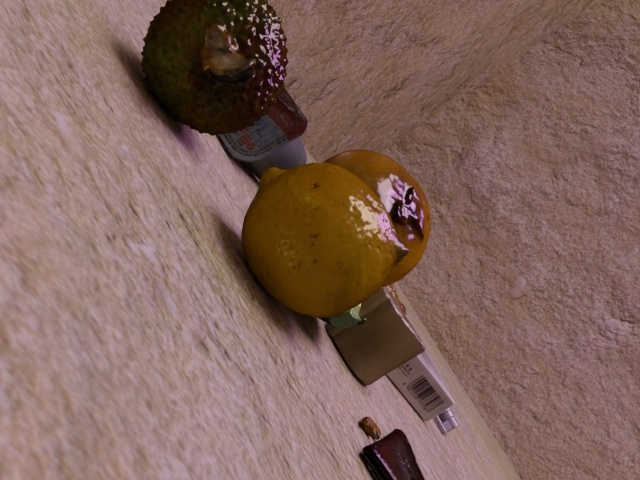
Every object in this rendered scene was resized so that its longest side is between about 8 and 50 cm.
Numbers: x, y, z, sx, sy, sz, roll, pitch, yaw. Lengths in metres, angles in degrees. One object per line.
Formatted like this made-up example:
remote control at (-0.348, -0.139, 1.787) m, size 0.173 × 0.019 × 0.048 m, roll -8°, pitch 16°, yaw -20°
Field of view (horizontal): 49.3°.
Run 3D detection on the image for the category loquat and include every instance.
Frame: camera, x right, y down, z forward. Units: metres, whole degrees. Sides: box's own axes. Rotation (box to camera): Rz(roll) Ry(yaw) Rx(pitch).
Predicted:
loquat at (0.078, -0.046, 1.647) m, size 0.359 × 0.328 × 0.328 m, roll -13°, pitch -60°, yaw 49°

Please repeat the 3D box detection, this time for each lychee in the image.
lychee at (-0.182, -0.319, 1.233) m, size 0.270 × 0.270 × 0.320 m, roll 55°, pitch 27°, yaw -3°

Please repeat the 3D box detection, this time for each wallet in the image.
wallet at (0.131, 0.367, 1.091) m, size 0.137 × 0.031 × 0.255 m, roll 58°, pitch 8°, yaw 16°

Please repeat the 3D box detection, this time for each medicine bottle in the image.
medicine bottle at (0.301, 0.424, 1.924) m, size 0.092 × 0.061 × 0.221 m, roll -5°, pitch 58°, yaw -54°

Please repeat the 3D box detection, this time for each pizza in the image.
pizza at (0.081, 0.302, 1.126) m, size 0.037 × 0.016 × 0.083 m, roll 58°, pitch 3°, yaw 29°

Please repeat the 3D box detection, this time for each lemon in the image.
lemon at (-0.006, -0.006, 1.088) m, size 0.253 × 0.228 × 0.228 m, roll 43°, pitch 2°, yaw 23°

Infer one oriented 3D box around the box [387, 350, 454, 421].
box at (0.185, 0.263, 1.717) m, size 0.330 × 0.095 × 0.210 m, roll 51°, pitch 8°, yaw -26°

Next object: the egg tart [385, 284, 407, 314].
egg tart at (0.159, 0.130, 2.130) m, size 0.291 × 0.107 × 0.291 m, roll 60°, pitch 5°, yaw -9°

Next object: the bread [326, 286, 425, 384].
bread at (0.107, 0.183, 1.344) m, size 0.148 × 0.141 × 0.134 m, roll 58°, pitch 8°, yaw 12°

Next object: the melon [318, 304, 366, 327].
melon at (-0.005, 0.055, 1.275) m, size 0.196 × 0.124 × 0.323 m, roll 46°, pitch 20°, yaw -31°

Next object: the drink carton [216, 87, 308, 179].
drink carton at (-0.128, -0.239, 1.624) m, size 0.185 × 0.191 × 0.190 m, roll 55°, pitch -3°, yaw 19°
